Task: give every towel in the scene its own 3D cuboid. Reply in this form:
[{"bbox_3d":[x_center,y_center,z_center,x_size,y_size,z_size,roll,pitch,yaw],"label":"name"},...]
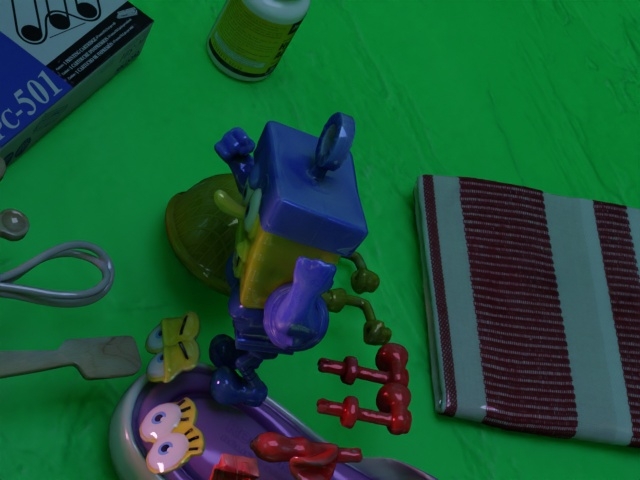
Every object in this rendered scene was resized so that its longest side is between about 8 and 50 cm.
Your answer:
[{"bbox_3d":[0.235,0.068,1.403,0.329,0.037,0.237,10,53,-19],"label":"towel"}]

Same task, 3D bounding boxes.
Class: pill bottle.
[{"bbox_3d":[-0.047,-0.192,1.397,0.065,0.116,0.065,14,50,-18],"label":"pill bottle"}]

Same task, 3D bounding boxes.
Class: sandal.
[{"bbox_3d":[0.047,0.209,1.142,0.416,0.102,0.169,27,47,-7],"label":"sandal"}]

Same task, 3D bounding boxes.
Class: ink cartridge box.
[{"bbox_3d":[-0.228,-0.139,1.307,0.097,0.046,0.207,37,47,5],"label":"ink cartridge box"}]

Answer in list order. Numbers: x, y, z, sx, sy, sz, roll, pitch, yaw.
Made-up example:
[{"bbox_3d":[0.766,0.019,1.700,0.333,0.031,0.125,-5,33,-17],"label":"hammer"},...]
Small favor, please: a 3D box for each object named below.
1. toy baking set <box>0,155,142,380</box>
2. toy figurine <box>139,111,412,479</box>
[{"bbox_3d":[-0.243,0.018,1.114,0.256,0.030,0.197,45,47,10],"label":"toy baking set"},{"bbox_3d":[0.000,0.000,1.134,0.191,0.217,0.362,13,31,-12],"label":"toy figurine"}]
